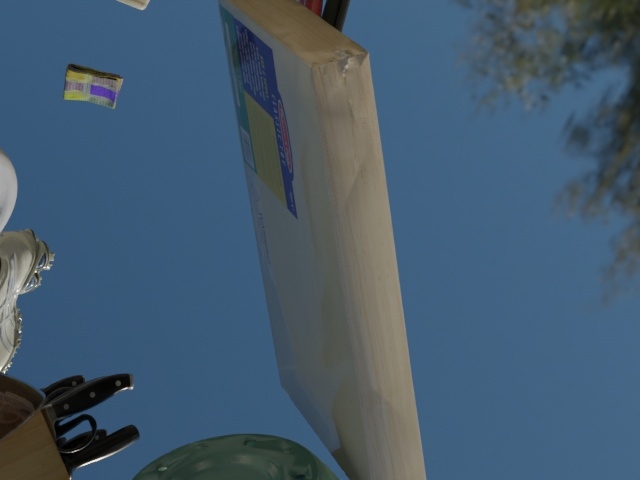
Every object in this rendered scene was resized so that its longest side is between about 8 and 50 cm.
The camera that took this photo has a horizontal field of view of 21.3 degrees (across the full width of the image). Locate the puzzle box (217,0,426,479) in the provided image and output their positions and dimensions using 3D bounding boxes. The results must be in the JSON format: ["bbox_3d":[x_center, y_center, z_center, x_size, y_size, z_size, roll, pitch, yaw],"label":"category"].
[{"bbox_3d":[0.000,0.000,1.467,0.052,0.409,0.272,-15,-155,-14],"label":"puzzle box"}]

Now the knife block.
[{"bbox_3d":[-0.302,0.211,1.633,0.275,0.242,0.088,-42,-70,-76],"label":"knife block"}]

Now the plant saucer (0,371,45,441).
[{"bbox_3d":[-0.384,0.187,1.455,0.050,0.310,0.310,63,-147,-9],"label":"plant saucer"}]

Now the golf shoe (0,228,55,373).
[{"bbox_3d":[-0.349,0.068,1.767,0.069,0.176,0.086,27,-169,36],"label":"golf shoe"}]

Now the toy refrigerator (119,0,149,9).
[{"bbox_3d":[-0.218,-0.247,1.091,0.269,0.102,0.094,19,-168,-36],"label":"toy refrigerator"}]

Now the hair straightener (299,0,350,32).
[{"bbox_3d":[0.015,-0.187,1.806,0.089,0.047,0.230,18,-114,-33],"label":"hair straightener"}]

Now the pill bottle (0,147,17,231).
[{"bbox_3d":[-0.312,-0.072,1.246,0.112,0.112,0.186,-6,-142,-40],"label":"pill bottle"}]

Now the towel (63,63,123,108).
[{"bbox_3d":[-0.242,-0.162,1.799,0.060,0.083,0.009,12,-111,-9],"label":"towel"}]

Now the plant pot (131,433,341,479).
[{"bbox_3d":[-0.073,0.322,1.562,0.293,0.235,0.293,-9,-157,4],"label":"plant pot"}]
